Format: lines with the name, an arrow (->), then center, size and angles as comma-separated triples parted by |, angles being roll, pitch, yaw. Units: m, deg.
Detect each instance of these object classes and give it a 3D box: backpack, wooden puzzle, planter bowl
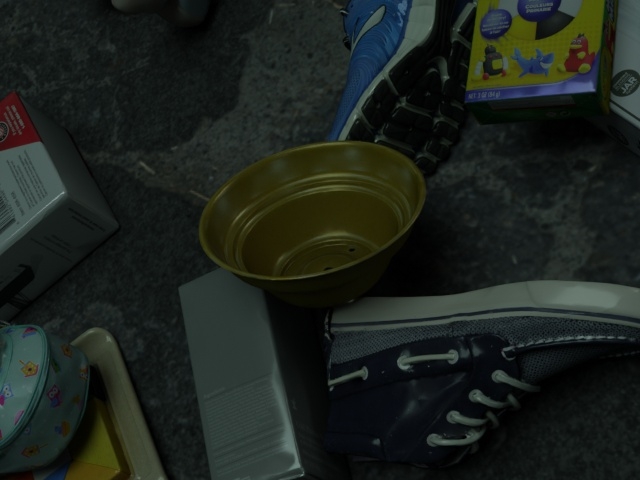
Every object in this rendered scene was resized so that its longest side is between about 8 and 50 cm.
backpack -> -0.350, 0.168, 1.236 | 0.189, 0.144, 0.165 | -8, 54, 26
wooden puzzle -> -0.289, 0.242, 1.269 | 0.221, 0.044, 0.238 | -37, 55, 9
planter bowl -> 0.000, 0.000, 1.095 | 0.217, 0.090, 0.217 | -10, 37, 7

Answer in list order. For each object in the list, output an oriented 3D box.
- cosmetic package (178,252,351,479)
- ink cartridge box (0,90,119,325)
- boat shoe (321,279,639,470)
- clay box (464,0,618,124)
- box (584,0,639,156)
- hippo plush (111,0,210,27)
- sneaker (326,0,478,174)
cosmetic package -> -0.055, 0.147, 1.134 | 0.107, 0.127, 0.237 | -22, 61, 18
ink cartridge box -> -0.413, -0.016, 1.415 | 0.273, 0.114, 0.197 | -39, 56, 7
boat shoe -> 0.151, 0.131, 1.040 | 0.341, 0.127, 0.158 | -8, 69, 36
clay box -> 0.215, -0.223, 1.091 | 0.128, 0.053, 0.222 | -2, 68, 28
box -> 0.313, -0.188, 1.109 | 0.169, 0.087, 0.290 | -46, 54, 3
hippo plush -> -0.246, -0.423, 1.439 | 0.237, 0.234, 0.294 | 16, 77, 33
sneaker -> 0.086, -0.192, 1.233 | 0.147, 0.130, 0.330 | 20, 81, 55
